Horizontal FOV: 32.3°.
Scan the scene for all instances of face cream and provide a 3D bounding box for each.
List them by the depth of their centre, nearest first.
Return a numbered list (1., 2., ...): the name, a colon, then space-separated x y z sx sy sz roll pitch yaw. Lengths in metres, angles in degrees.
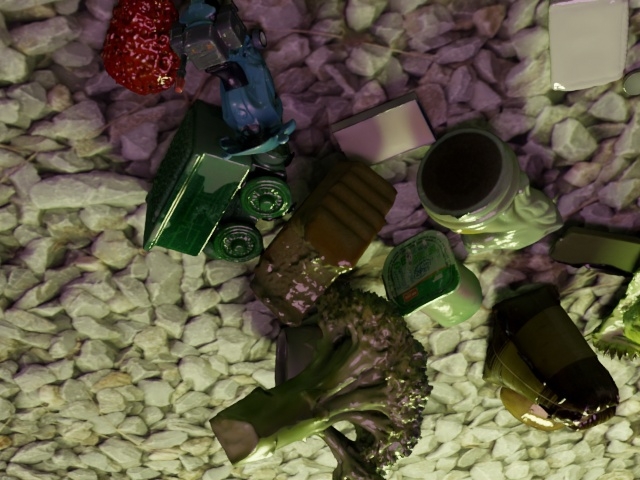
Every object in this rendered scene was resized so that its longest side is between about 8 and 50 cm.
1. face cream: 0.018 0.253 2.139 0.194 0.175 0.175 2 136 -13

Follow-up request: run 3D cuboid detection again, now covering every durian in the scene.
1. durian: 0.648 0.127 2.135 0.169 0.158 0.352 31 147 7

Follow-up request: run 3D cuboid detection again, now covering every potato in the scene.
1. potato: 0.464 0.339 2.335 0.175 0.137 0.137 5 136 -10

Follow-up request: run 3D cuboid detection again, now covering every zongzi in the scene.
1. zongzi: 0.433 0.288 2.167 0.154 0.289 0.318 -13 144 -19

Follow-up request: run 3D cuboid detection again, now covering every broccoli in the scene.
1. broccoli: 0.011 0.234 1.877 0.397 0.353 0.275 20 148 -31

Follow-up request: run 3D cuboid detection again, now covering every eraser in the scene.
1. eraser: 0.104 -0.175 1.806 0.150 0.023 0.104 -20 136 14

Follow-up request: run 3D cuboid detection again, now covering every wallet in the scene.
1. wallet: 0.411 -0.310 1.700 0.124 0.032 0.183 -12 139 5

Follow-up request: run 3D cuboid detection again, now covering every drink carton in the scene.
1. drink carton: 0.213 0.079 2.021 0.146 0.144 0.142 -31 142 24

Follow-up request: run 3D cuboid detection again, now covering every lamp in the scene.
1. lamp: 0.554 -0.288 1.732 0.050 0.056 0.198 17 135 -28

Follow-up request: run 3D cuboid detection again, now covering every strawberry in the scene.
1. strawberry: -0.261 -0.284 1.596 0.121 0.082 0.188 1 140 -5

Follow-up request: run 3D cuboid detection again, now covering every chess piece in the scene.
1. chess piece: 0.293 -0.057 1.887 0.175 0.176 0.298 -27 147 19

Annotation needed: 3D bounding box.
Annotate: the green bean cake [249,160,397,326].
1. green bean cake: 0.000 0.000 1.820 0.124 0.233 0.236 38 135 -3

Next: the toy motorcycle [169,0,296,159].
1. toy motorcycle: -0.122 -0.226 1.605 0.123 0.182 0.272 -14 137 21

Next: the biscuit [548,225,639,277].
1. biscuit: 0.576 0.027 2.077 0.322 0.038 0.099 10 139 -18

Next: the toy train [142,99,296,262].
1. toy train: -0.158 -0.080 1.783 0.201 0.145 0.266 17 131 -20
